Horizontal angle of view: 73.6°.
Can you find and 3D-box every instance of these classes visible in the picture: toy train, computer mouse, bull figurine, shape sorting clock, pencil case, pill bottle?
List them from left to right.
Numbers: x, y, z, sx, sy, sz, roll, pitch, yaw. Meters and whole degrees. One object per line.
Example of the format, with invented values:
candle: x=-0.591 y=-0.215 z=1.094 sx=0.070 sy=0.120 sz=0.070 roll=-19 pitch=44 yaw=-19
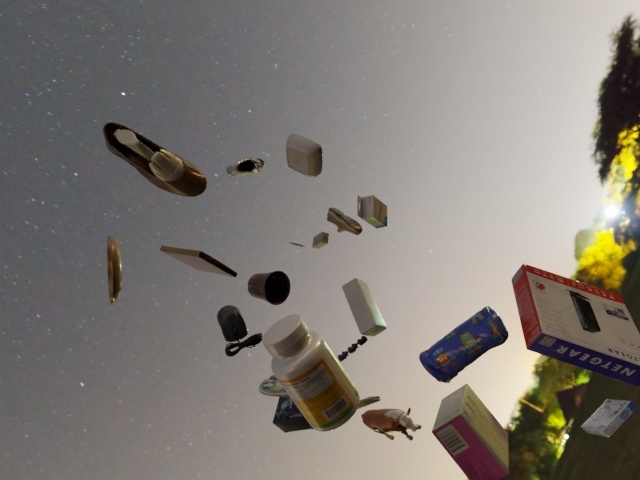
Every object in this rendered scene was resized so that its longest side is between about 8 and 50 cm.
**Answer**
computer mouse: x=-0.416 y=0.410 z=2.077 sx=0.189 sy=0.272 sz=0.072 roll=-22 pitch=-37 yaw=-22
shape sorting clock: x=-0.068 y=0.387 z=1.184 sx=0.206 sy=0.206 sz=0.040 roll=-8 pitch=-87 yaw=-51
pill bottle: x=-0.025 y=0.293 z=0.965 sx=0.136 sy=0.136 sz=0.245 roll=-40 pitch=-72 yaw=-30
toy train: x=0.133 y=0.450 z=1.773 sx=0.158 sy=0.036 sz=0.027 roll=-34 pitch=-75 yaw=-18
bull figurine: x=0.327 y=0.810 z=1.900 sx=0.188 sy=0.310 sz=0.101 roll=46 pitch=-128 yaw=-24
pencil case: x=0.471 y=0.349 z=1.404 sx=0.306 sy=0.133 sz=0.119 roll=-44 pitch=-38 yaw=21

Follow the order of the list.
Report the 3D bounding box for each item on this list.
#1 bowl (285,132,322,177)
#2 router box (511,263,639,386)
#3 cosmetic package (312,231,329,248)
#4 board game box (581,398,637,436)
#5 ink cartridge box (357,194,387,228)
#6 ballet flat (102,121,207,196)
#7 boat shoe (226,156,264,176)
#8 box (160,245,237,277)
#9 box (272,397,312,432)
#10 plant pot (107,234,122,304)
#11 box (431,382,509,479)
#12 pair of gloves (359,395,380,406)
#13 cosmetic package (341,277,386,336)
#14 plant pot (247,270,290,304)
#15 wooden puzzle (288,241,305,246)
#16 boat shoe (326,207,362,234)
bowl: x=-0.064 y=-0.285 z=1.480 sx=0.053 sy=0.142 sz=0.142 roll=-47 pitch=-26 yaw=-33
router box: x=0.772 y=0.242 z=1.287 sx=0.301 sy=0.336 sz=0.082 roll=-72 pitch=1 yaw=-51
cosmetic package: x=0.000 y=0.000 z=2.200 sx=0.041 sy=0.115 sz=0.060 roll=14 pitch=-109 yaw=-20
board game box: x=0.617 y=0.380 z=0.917 sx=0.090 sy=0.020 sz=0.090 roll=-39 pitch=-17 yaw=-8
ink cartridge box: x=0.232 y=-0.130 z=1.887 sx=0.180 sy=0.060 sz=0.104 roll=26 pitch=-120 yaw=-51
ballet flat: x=-0.487 y=-0.241 z=1.231 sx=0.116 sy=0.342 sz=0.124 roll=-55 pitch=-7 yaw=-13
boat shoe: x=-0.256 y=-0.269 z=1.538 sx=0.184 sy=0.063 sz=0.066 roll=-18 pitch=-79 yaw=-53
box: x=-0.383 y=0.066 z=1.346 sx=0.164 sy=0.201 sz=0.021 roll=40 pitch=-117 yaw=-47
box: x=-0.092 y=0.680 z=1.741 sx=0.093 sy=0.156 sz=0.158 roll=51 pitch=-147 yaw=-29
plant pot: x=-0.699 y=0.099 z=1.451 sx=0.032 sy=0.236 sz=0.236 roll=-1 pitch=-66 yaw=-31
box: x=0.491 y=0.625 z=1.389 sx=0.117 sy=0.213 sz=0.243 roll=-43 pitch=-12 yaw=21
pair of gloves: x=0.082 y=0.596 z=1.560 sx=0.204 sy=0.042 sz=0.240 roll=-34 pitch=-36 yaw=29
cosmetic package: x=0.186 y=0.286 z=1.833 sx=0.086 sy=0.231 sz=0.117 roll=-35 pitch=-34 yaw=19
plant pot: x=-0.263 y=0.227 z=2.114 sx=0.167 sy=0.165 sz=0.166 roll=-1 pitch=-89 yaw=-44
wooden puzzle: x=-0.111 y=0.021 z=2.041 sx=0.049 sy=0.083 sz=0.006 roll=25 pitch=-104 yaw=-60
boat shoe: x=0.095 y=-0.062 z=1.737 sx=0.068 sy=0.190 sz=0.072 roll=2 pitch=-62 yaw=-41
